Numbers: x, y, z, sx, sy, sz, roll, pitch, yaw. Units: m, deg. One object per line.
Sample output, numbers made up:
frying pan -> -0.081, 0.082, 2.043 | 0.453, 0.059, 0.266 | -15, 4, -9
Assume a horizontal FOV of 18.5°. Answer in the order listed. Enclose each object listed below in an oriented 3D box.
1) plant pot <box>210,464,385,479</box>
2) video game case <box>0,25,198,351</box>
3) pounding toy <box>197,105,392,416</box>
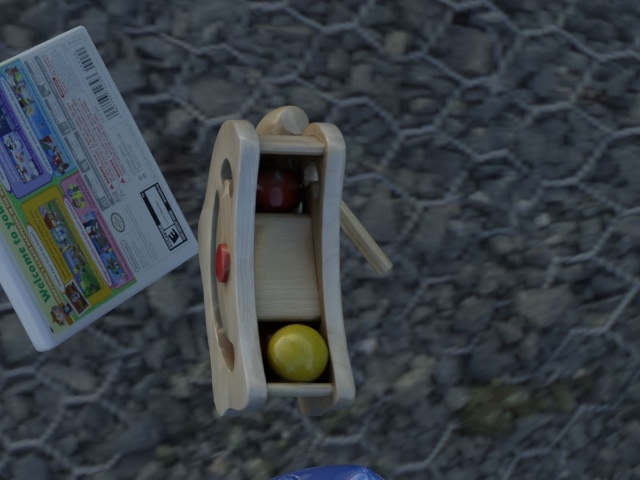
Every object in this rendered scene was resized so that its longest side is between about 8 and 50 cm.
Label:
plant pot -> -0.020, 0.300, 1.318 | 0.212, 0.236, 0.236 | -1, 49, 52
video game case -> -0.206, -0.045, 1.559 | 0.023, 0.193, 0.212 | -20, 100, 41
pounding toy -> 0.000, 0.000, 1.411 | 0.155, 0.154, 0.269 | 1, 61, -16
